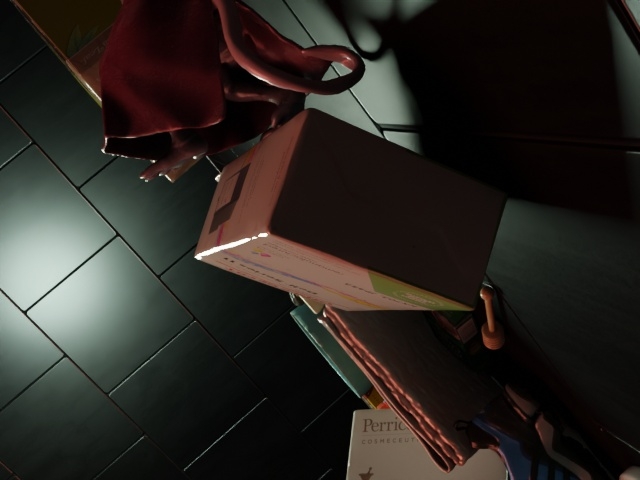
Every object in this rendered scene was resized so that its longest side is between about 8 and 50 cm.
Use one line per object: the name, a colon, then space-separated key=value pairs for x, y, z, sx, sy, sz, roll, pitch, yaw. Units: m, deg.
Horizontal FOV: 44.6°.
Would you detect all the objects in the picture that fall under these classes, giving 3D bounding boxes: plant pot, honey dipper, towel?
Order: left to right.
plant pot: x=0.086 y=0.243 z=2.069 sx=0.290 sy=0.195 sz=0.290 roll=50 pitch=173 yaw=8
towel: x=0.171 y=0.209 z=1.324 sx=0.332 sy=0.053 sz=0.317 roll=49 pitch=-155 yaw=15
honey dipper: x=0.226 y=0.100 z=1.029 sx=0.030 sy=0.030 sz=0.160 roll=46 pitch=169 yaw=31

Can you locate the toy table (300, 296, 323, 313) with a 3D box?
toy table: x=-0.033 y=0.024 z=1.773 sx=0.252 sy=0.161 sz=0.274 roll=47 pitch=172 yaw=21

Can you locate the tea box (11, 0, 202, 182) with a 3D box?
tea box: x=-0.307 y=-0.326 z=1.266 sx=0.323 sy=0.220 sz=0.329 roll=47 pitch=174 yaw=25

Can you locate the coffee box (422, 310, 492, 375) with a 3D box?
coffee box: x=0.215 y=0.141 z=1.271 sx=0.113 sy=0.040 sz=0.184 roll=44 pitch=172 yaw=37

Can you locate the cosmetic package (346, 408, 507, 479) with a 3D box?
cosmetic package: x=0.249 y=0.574 z=1.555 sx=0.327 sy=0.330 sz=0.393 roll=55 pitch=-145 yaw=-47

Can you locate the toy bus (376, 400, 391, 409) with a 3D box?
toy bus: x=0.209 y=0.329 z=1.696 sx=0.149 sy=0.211 sz=0.220 roll=50 pitch=173 yaw=6

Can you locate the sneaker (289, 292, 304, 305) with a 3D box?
sneaker: x=-0.030 y=0.045 z=1.957 sx=0.086 sy=0.132 sz=0.228 roll=99 pitch=159 yaw=-69

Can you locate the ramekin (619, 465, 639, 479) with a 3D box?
ramekin: x=0.437 y=0.401 z=0.986 sx=0.207 sy=0.109 sz=0.207 roll=48 pitch=174 yaw=7

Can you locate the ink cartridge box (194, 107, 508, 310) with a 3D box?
ink cartridge box: x=0.000 y=-0.009 z=0.811 sx=0.207 sy=0.119 sz=0.353 roll=21 pitch=168 yaw=-18

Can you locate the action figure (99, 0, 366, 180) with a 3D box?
action figure: x=-0.163 y=-0.262 z=0.791 sx=0.276 sy=0.248 sz=0.370 roll=-23 pitch=83 yaw=50

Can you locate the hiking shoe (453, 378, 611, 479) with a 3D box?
hiking shoe: x=0.342 y=0.353 z=1.157 sx=0.304 sy=0.132 sz=0.113 roll=52 pitch=-168 yaw=6

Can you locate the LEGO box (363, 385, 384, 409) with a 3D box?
LEGO box: x=0.256 y=0.486 z=2.394 sx=0.500 sy=0.193 sz=0.372 roll=51 pitch=173 yaw=-18
